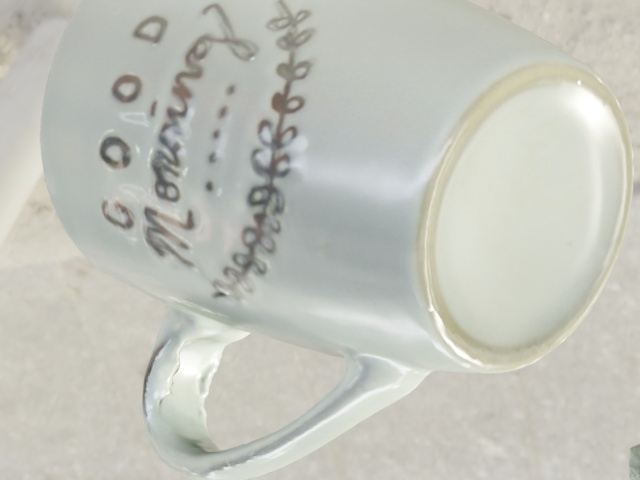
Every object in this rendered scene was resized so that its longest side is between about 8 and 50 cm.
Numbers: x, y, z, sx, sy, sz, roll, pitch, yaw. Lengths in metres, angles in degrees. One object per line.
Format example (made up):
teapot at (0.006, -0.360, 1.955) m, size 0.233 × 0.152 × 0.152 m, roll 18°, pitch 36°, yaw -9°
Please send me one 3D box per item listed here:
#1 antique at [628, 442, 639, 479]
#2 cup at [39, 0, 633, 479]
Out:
antique at (0.243, 0.192, 0.870) m, size 0.086 × 0.088 × 0.183 m, roll -17°, pitch 117°, yaw -16°
cup at (0.000, 0.000, 0.669) m, size 0.186 × 0.258 × 0.234 m, roll 11°, pitch -172°, yaw -43°
